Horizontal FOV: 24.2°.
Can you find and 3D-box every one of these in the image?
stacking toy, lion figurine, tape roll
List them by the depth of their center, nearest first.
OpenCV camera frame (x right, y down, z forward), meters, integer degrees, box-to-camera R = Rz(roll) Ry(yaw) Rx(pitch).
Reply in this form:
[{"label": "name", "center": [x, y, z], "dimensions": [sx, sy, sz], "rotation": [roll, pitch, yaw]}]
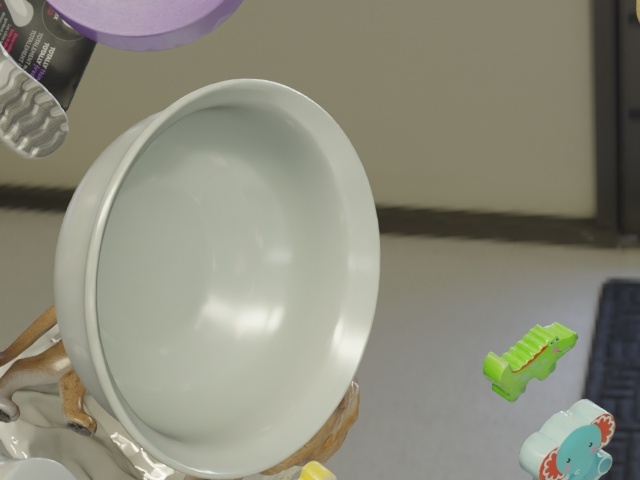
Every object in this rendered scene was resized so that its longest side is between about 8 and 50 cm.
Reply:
[{"label": "stacking toy", "center": [0.098, 0.126, 0.758], "dimensions": [0.221, 0.052, 0.167], "rotation": [-34, 38, -22]}, {"label": "lion figurine", "center": [-0.145, 0.138, 1.521], "dimensions": [0.142, 0.392, 0.240], "rotation": [-31, 28, 55]}, {"label": "tape roll", "center": [-0.201, -0.355, 1.675], "dimensions": [0.275, 0.274, 0.090], "rotation": [-8, -4, -1]}]

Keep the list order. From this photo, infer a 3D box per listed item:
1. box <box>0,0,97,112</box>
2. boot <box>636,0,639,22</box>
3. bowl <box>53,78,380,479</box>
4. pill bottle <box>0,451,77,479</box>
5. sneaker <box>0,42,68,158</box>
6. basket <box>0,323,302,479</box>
[{"label": "box", "center": [-0.429, -0.278, 1.897], "dimensions": [0.143, 0.270, 0.165], "rotation": [-13, 53, 66]}, {"label": "boot", "center": [0.344, -0.332, 1.429], "dimensions": [0.095, 0.262, 0.203], "rotation": [35, 13, 38]}, {"label": "bowl", "center": [-0.098, 0.025, 1.134], "dimensions": [0.134, 0.297, 0.298], "rotation": [6, 32, 42]}, {"label": "pill bottle", "center": [-0.375, 0.284, 1.409], "dimensions": [0.319, 0.176, 0.176], "rotation": [-13, 25, 32]}, {"label": "sneaker", "center": [-0.409, -0.201, 1.699], "dimensions": [0.105, 0.281, 0.115], "rotation": [-40, 13, -23]}, {"label": "basket", "center": [-0.177, 0.206, 1.850], "dimensions": [0.328, 0.266, 0.331], "rotation": [-43, 74, 6]}]
